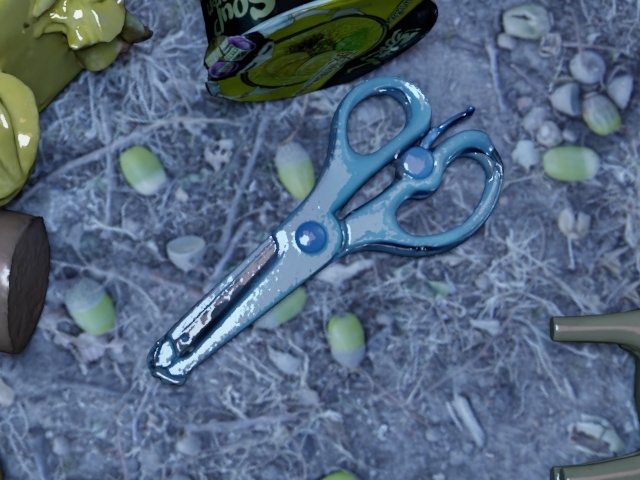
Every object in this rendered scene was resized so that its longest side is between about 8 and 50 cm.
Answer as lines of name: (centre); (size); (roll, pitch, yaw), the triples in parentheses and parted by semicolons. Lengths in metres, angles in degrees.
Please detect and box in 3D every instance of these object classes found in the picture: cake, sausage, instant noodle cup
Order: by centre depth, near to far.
cake: (-0.308, -0.182, 0.890); (0.286, 0.222, 0.227); (39, 81, 2)
sausage: (-0.369, 0.016, 0.901); (0.252, 0.123, 0.123); (11, 80, -2)
instant noodle cup: (-0.032, -0.266, 0.936); (0.215, 0.215, 0.236); (-17, 80, -8)

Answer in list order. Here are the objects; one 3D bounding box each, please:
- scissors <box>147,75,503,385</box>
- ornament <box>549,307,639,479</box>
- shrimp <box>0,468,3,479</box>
scissors: (0.000, 0.000, 0.980); (0.393, 0.032, 0.180); (-40, 86, -11)
ornament: (0.329, 0.117, 0.975); (0.244, 0.061, 0.230); (-2, 78, -4)
shrimp: (-0.459, 0.296, 0.867); (0.272, 0.085, 0.445); (33, 76, 6)
